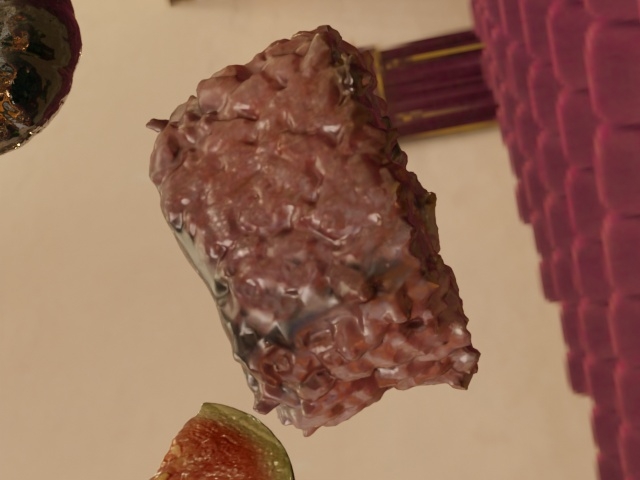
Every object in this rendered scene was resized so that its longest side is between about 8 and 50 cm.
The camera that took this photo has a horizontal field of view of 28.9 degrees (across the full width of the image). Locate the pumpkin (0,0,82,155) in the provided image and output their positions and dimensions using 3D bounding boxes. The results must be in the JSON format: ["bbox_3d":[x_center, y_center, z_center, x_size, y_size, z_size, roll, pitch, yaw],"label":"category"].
[{"bbox_3d":[-0.326,-0.177,1.140,0.152,0.211,0.212,55,-154,-70],"label":"pumpkin"}]

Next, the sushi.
[{"bbox_3d":[0.000,0.000,0.872,0.236,0.170,0.270,43,-157,-72],"label":"sushi"}]

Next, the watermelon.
[{"bbox_3d":[-0.058,0.152,0.701,0.135,0.094,0.125,-14,65,61],"label":"watermelon"}]
